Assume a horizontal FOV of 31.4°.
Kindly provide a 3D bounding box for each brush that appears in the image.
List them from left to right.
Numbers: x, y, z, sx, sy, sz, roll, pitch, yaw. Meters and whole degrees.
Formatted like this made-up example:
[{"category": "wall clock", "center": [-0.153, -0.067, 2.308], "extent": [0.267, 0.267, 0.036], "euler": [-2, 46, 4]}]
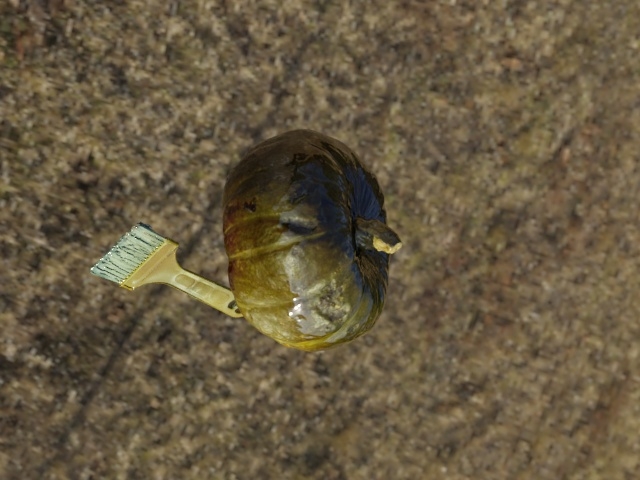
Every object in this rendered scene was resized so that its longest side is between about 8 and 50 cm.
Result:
[{"category": "brush", "center": [-0.155, 0.046, 1.297], "extent": [0.082, 0.010, 0.218], "euler": [-43, 135, 16]}]

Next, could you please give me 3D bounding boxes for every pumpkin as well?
[{"category": "pumpkin", "center": [0.000, 0.000, 1.096], "extent": [0.219, 0.162, 0.219], "euler": [-7, 90, -66]}]
